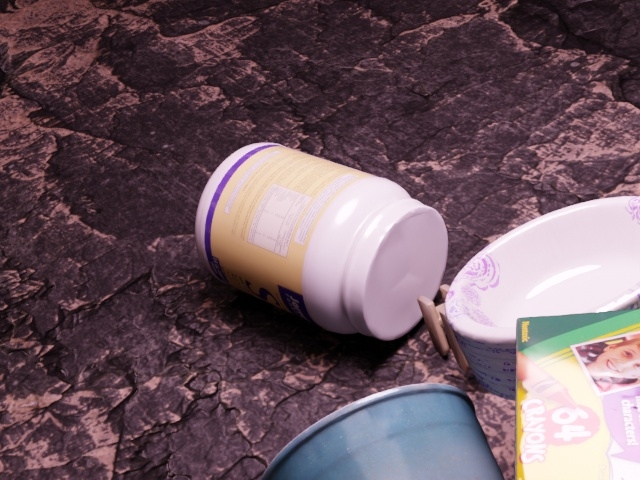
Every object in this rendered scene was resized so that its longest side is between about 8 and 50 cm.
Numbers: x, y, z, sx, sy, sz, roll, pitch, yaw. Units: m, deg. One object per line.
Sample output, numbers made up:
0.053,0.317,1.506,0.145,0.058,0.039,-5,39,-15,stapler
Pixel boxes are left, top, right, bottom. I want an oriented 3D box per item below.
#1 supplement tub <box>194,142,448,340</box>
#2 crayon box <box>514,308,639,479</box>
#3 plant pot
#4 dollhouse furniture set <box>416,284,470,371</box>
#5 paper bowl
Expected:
0.000,0.000,1.532,0.331,0.241,0.241,22,52,37,supplement tub
0.319,0.183,0.810,0.313,0.106,0.363,-7,27,15,crayon box
0.101,0.339,1.098,0.272,0.271,0.255,-22,53,-7,plant pot
0.292,0.132,1.398,0.212,0.160,0.242,-25,18,-12,dollhouse furniture set
0.294,0.082,1.134,0.284,0.148,0.284,-23,21,9,paper bowl
